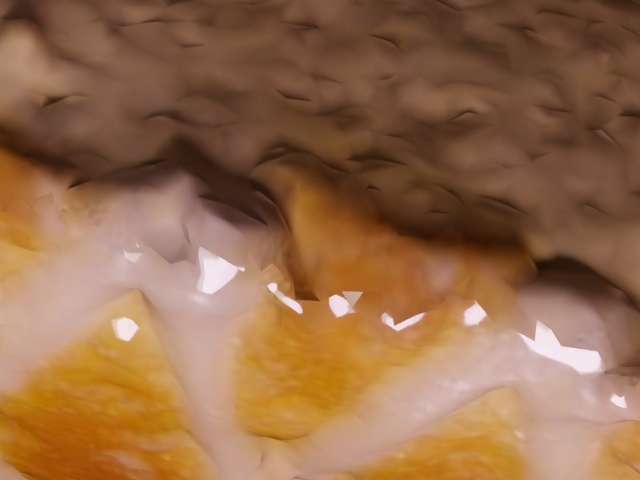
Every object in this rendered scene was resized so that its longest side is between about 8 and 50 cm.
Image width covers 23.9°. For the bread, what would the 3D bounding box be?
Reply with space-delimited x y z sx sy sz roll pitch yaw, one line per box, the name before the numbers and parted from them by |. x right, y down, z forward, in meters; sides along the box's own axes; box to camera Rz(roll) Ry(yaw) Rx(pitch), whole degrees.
bread | 0.000 0.000 0.544 0.371 0.279 0.390 14 149 -4
